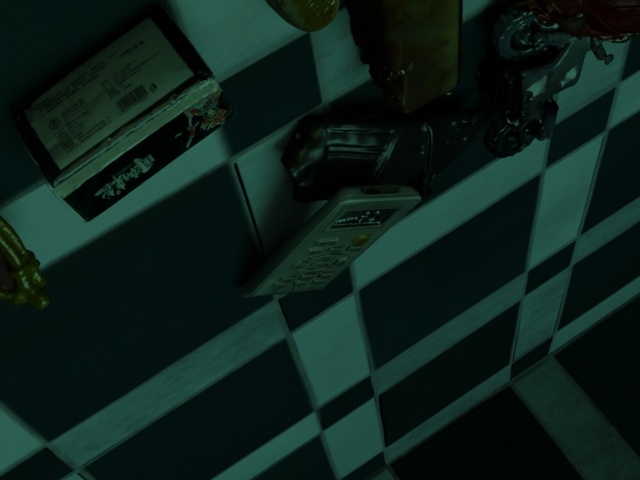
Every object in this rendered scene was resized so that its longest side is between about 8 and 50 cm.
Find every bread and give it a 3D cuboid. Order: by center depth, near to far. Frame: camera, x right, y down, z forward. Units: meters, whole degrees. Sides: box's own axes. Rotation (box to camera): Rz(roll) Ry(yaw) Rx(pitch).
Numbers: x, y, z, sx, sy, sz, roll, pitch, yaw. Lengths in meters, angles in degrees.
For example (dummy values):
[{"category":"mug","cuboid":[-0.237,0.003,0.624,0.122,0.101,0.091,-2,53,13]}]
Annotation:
[{"category":"bread","cuboid":[-0.036,-0.258,0.866,0.073,0.053,0.214,-39,151,-6]}]

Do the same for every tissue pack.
[{"category":"tissue pack","cuboid":[-0.174,-0.110,0.878,0.170,0.103,0.090,-35,157,-4]}]

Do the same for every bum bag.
[{"category":"bum bag","cuboid":[0.081,-0.099,1.230,0.326,0.080,0.142,-10,140,-40]}]

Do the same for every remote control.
[{"category":"remote control","cuboid":[0.000,0.000,1.238,0.109,0.055,0.313,-3,158,-29]}]

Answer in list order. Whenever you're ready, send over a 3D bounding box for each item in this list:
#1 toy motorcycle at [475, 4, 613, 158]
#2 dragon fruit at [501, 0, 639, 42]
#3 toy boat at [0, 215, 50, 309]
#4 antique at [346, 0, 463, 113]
[{"category":"toy motorcycle","cuboid":[0.281,-0.213,1.267,0.159,0.106,0.270,-25,148,-10]},{"category":"dragon fruit","cuboid":[0.275,-0.321,0.931,0.244,0.244,0.299,-25,148,-24]},{"category":"toy boat","cuboid":[-0.369,0.004,0.837,0.141,0.099,0.318,-48,149,21]},{"category":"antique","cuboid":[0.082,-0.248,0.985,0.093,0.087,0.310,-31,153,-8]}]
